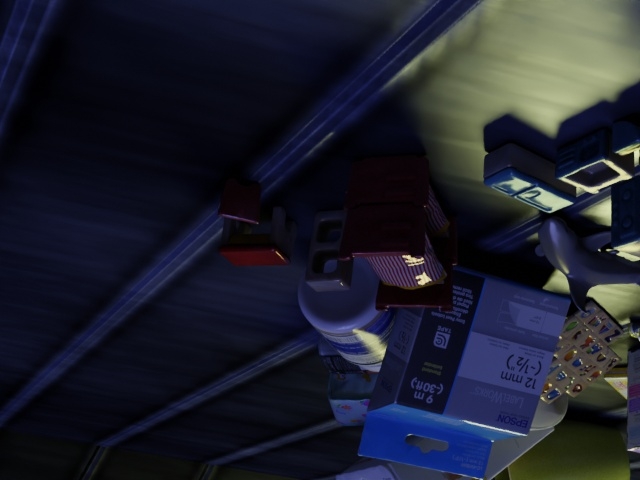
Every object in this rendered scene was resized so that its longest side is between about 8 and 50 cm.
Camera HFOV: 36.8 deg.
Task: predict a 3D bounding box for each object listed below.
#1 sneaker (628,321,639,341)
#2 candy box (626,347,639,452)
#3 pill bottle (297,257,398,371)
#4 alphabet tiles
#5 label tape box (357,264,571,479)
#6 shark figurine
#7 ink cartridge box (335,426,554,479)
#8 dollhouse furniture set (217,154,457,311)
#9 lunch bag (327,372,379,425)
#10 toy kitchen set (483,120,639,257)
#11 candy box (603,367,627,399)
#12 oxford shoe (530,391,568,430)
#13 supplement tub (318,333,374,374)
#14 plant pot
[{"bbox_3d":[0.587,0.168,1.723,0.083,0.031,0.035,24,151,-32],"label":"sneaker"},{"bbox_3d":[0.666,0.313,1.817,0.165,0.196,0.070,17,155,-17],"label":"candy box"},{"bbox_3d":[0.071,0.127,1.653,0.153,0.153,0.264,0,155,19],"label":"pill bottle"},{"bbox_3d":[0.462,0.214,1.756,0.198,0.009,0.237,-41,137,12],"label":"alphabet tiles"},{"bbox_3d":[0.231,0.221,1.568,0.249,0.347,0.115,16,-179,-17],"label":"label tape box"},{"bbox_3d":[0.426,0.056,1.433,0.278,0.116,0.166,15,157,-10],"label":"shark figurine"},{"bbox_3d":[0.261,0.458,2.059,0.385,0.160,0.279,-28,174,-28],"label":"ink cartridge box"},{"bbox_3d":[0.000,0.000,1.392,0.374,0.152,0.201,-2,154,22],"label":"dollhouse furniture set"},{"bbox_3d":[0.152,0.298,2.004,0.262,0.160,0.223,-2,156,4],"label":"lunch bag"},{"bbox_3d":[0.308,-0.047,1.170,0.122,0.166,0.207,21,153,-27],"label":"toy kitchen set"},{"bbox_3d":[0.677,0.308,2.009,0.105,0.027,0.206,-6,152,34],"label":"candy box"},{"bbox_3d":[0.359,0.244,1.816,0.130,0.169,0.449,-16,142,40],"label":"oxford shoe"},{"bbox_3d":[0.102,0.196,1.840,0.190,0.117,0.117,-6,152,29],"label":"supplement tub"},{"bbox_3d":[0.581,0.542,2.323,0.294,0.274,0.274,-8,155,1],"label":"plant pot"}]
